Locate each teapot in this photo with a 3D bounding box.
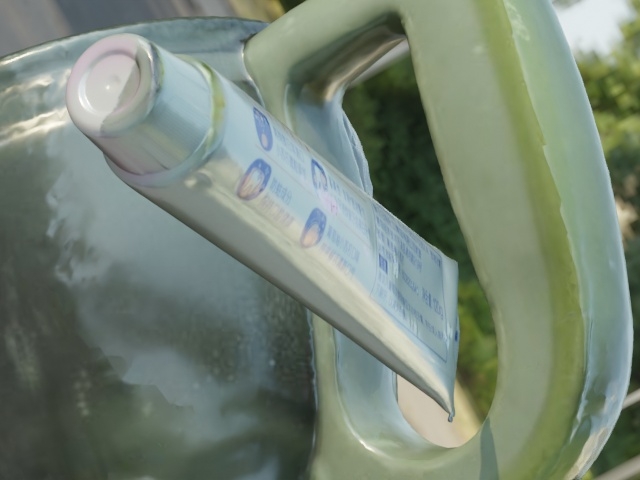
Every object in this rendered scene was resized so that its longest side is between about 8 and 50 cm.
[{"bbox_3d":[-0.034,0.045,0.715,0.239,0.322,0.239,55,12,-75],"label":"teapot"}]

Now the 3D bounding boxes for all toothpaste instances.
[{"bbox_3d":[0.000,0.000,0.481,0.218,0.033,0.052,36,51,-59],"label":"toothpaste"}]
